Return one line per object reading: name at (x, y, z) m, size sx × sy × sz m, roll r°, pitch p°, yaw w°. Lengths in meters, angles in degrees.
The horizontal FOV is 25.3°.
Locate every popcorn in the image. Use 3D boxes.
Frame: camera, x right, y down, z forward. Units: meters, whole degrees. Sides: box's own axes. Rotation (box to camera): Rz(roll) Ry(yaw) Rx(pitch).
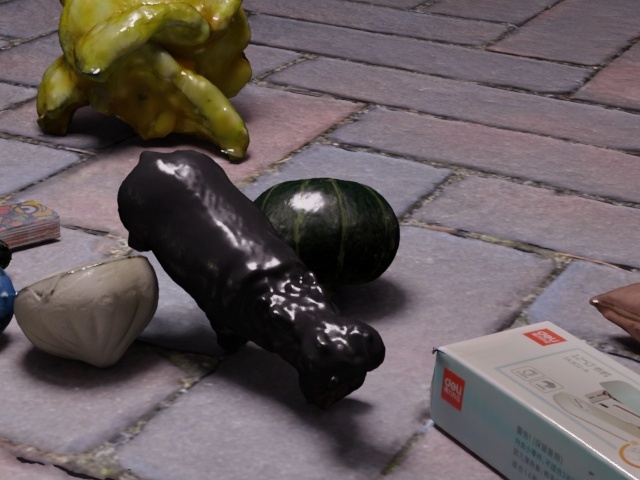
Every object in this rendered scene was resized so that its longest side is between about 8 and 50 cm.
popcorn at (-0.230, -0.270, 1.939) m, size 0.321 × 0.290 × 0.325 m, roll 10°, pitch 4°, yaw 23°

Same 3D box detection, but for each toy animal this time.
toy animal at (-0.058, 0.043, 1.312) m, size 0.106 × 0.168 × 0.343 m, roll -38°, pitch 57°, yaw -18°

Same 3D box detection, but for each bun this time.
bun at (-0.211, 0.073, 1.330) m, size 0.138 × 0.094 × 0.138 m, roll -18°, pitch -6°, yaw -2°

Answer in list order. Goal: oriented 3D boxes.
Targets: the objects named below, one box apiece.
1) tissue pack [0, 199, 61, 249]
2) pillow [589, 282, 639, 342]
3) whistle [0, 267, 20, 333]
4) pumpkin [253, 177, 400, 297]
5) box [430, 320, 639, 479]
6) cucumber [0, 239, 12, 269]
tissue pack at (-0.342, -0.016, 1.602) m, size 0.083 × 0.035 × 0.063 m, roll -18°, pitch 30°, yaw -39°
pillow at (0.419, 0.083, 1.393) m, size 0.236 × 0.084 × 0.223 m, roll -2°, pitch 21°, yaw -23°
whistle at (-0.348, 0.059, 1.348) m, size 0.158 × 0.090 × 0.090 m, roll -5°, pitch 23°, yaw -20°
pumpkin at (0.000, -0.003, 1.487) m, size 0.167 × 0.167 × 0.125 m, roll 0°, pitch 66°, yaw -8°
box at (0.216, 0.159, 1.180) m, size 0.135 × 0.079 × 0.269 m, roll -10°, pitch 25°, yaw -30°
cucumber at (-0.445, 0.032, 1.414) m, size 0.303 × 0.072 × 0.081 m, roll -18°, pitch 73°, yaw -42°
